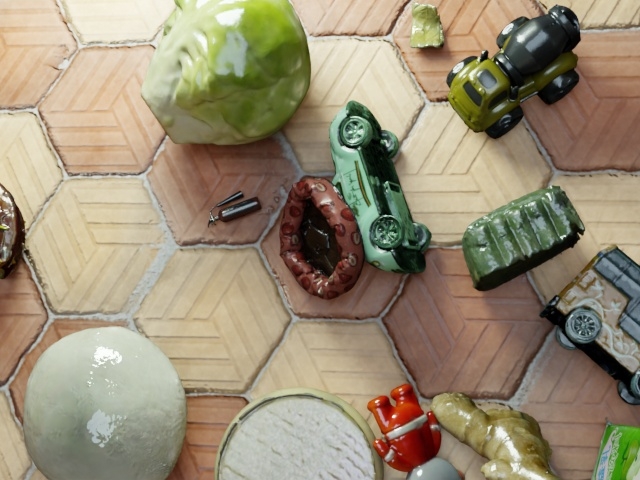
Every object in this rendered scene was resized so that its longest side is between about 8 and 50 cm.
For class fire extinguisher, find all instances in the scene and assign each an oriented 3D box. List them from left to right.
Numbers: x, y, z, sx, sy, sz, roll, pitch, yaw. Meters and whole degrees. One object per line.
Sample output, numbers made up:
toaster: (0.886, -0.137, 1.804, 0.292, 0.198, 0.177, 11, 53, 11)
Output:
fire extinguisher: (-0.157, -0.059, 1.496, 0.100, 0.032, 0.046, -20, 88, -3)

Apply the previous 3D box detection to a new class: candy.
candy: (-0.350, 0.280, 1.380, 0.295, 0.185, 0.296, -1, 83, 11)

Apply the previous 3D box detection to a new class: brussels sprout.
brussels sprout: (-0.151, -0.293, 1.434, 0.273, 0.242, 0.317, 28, 87, 18)

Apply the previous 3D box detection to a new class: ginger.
ginger: (0.301, 0.326, 1.285, 0.147, 0.334, 0.081, 6, 111, -29)

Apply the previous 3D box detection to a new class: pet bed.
pet bed: (0.000, 0.000, 1.395, 0.053, 0.201, 0.201, -16, 74, -35)

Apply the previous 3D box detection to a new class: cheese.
cheese: (0.187, -0.379, 1.510, 0.060, 0.041, 0.084, -1, 94, 14)

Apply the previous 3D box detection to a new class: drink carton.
drink carton: (0.469, 0.348, 1.214, 0.108, 0.271, 0.161, 18, 81, 5)

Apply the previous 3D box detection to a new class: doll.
doll: (0.160, 0.349, 1.343, 0.142, 0.076, 0.245, -20, 81, -38)

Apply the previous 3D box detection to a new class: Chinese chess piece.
Chinese chess piece: (-0.035, 0.369, 1.357, 0.269, 0.112, 0.270, -1, 80, 7)

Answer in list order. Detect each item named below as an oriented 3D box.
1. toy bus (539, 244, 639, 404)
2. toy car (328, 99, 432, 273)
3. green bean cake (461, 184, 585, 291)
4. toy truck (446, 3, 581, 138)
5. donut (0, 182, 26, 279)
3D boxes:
toy bus: (0.494, 0.152, 1.320, 0.167, 0.138, 0.275, -45, 75, -5)
toy car: (0.080, -0.077, 1.423, 0.125, 0.136, 0.306, -25, 75, 24)
green bean cake: (0.310, -0.002, 1.353, 0.181, 0.173, 0.094, -25, 75, 3)
toy truck: (0.319, -0.284, 1.410, 0.224, 0.165, 0.147, -35, 77, 0)
donut: (-0.633, -0.013, 1.517, 0.230, 0.096, 0.216, -28, 75, 1)
